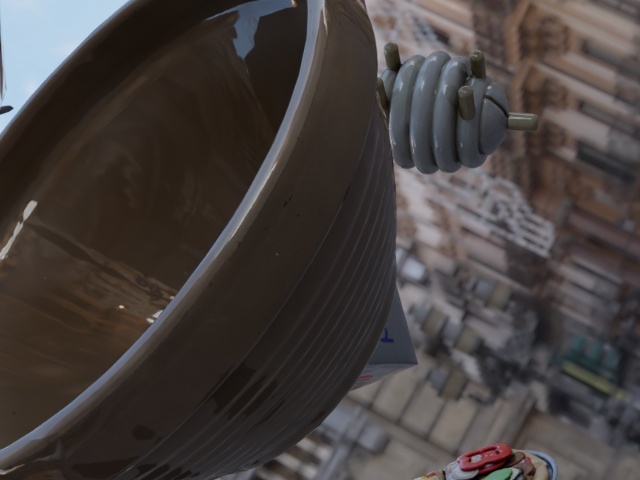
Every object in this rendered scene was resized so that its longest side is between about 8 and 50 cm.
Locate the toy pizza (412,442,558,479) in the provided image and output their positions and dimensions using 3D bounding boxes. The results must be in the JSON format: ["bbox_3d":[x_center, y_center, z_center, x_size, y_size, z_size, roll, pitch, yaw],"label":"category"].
[{"bbox_3d":[0.122,0.238,1.381,0.201,0.201,0.032,-39,-72,-57],"label":"toy pizza"}]

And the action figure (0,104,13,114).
[{"bbox_3d":[-0.455,-0.257,1.529,0.341,0.178,0.330,-38,-65,-62],"label":"action figure"}]

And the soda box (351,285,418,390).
[{"bbox_3d":[0.000,0.000,1.450,0.091,0.286,0.098,-25,-19,32],"label":"soda box"}]

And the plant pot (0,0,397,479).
[{"bbox_3d":[-0.050,0.011,0.556,0.237,0.110,0.237,-35,32,26],"label":"plant pot"}]

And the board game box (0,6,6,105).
[{"bbox_3d":[-0.243,-0.166,0.996,0.141,0.048,0.170,-113,21,-69],"label":"board game box"}]

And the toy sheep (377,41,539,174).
[{"bbox_3d":[0.079,-0.085,0.990,0.091,0.132,0.091,12,-90,-71],"label":"toy sheep"}]

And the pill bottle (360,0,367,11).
[{"bbox_3d":[-0.020,-0.191,1.172,0.108,0.108,0.194,24,-128,-76],"label":"pill bottle"}]

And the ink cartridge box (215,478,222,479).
[{"bbox_3d":[-0.140,0.232,0.899,0.203,0.086,0.148,-15,-43,-53],"label":"ink cartridge box"}]
